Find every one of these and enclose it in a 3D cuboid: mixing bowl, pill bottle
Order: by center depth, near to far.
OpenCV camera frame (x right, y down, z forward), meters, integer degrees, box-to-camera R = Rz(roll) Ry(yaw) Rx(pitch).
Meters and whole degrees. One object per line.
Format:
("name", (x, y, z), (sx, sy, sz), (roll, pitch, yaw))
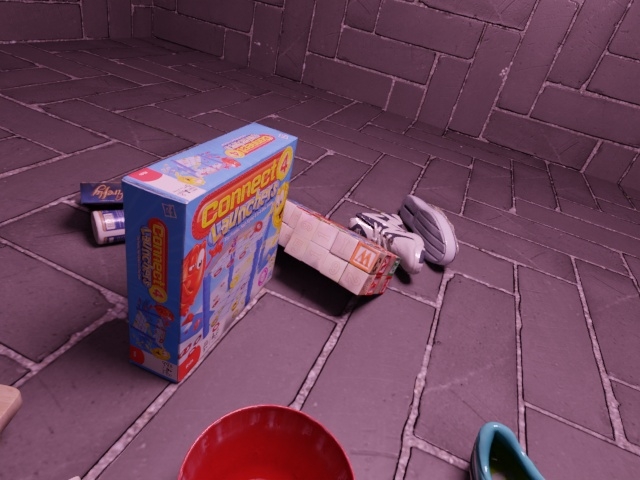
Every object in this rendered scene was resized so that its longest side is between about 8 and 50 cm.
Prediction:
("mixing bowl", (-0.059, 0.282, 0.447), (0.182, 0.098, 0.181), (10, 33, -6))
("pill bottle", (-0.388, -0.034, 0.842), (0.120, 0.067, 0.067), (-12, 40, -35))

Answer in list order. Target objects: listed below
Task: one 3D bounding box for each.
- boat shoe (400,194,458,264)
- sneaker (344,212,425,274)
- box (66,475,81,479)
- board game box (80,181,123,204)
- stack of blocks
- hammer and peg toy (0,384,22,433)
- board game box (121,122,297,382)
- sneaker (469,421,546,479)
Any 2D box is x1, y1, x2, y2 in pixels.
("boat shoe", (0.296, -0.038, 1.084), (0.094, 0.109, 0.302), (9, 29, -13))
("sneaker", (0.133, 0.000, 0.970), (0.153, 0.094, 0.235), (3, 33, -14))
("box", (-0.181, 0.336, 0.305), (0.094, 0.113, 0.275), (-15, 43, -39))
("board game box", (-0.366, -0.095, 0.894), (0.244, 0.042, 0.165), (-3, 3, -25))
("stack of blocks", (0.000, 0.000, 0.858), (0.297, 0.087, 0.171), (29, 7, 24))
("hammer and peg toy", (-0.518, 0.200, 0.366), (0.362, 0.127, 0.265), (12, 32, -3))
("board game box", (-0.158, 0.003, 0.653), (0.086, 0.301, 0.308), (22, 33, 11))
("sneaker", (0.231, 0.333, 0.455), (0.107, 0.109, 0.275), (-13, 32, 0))
